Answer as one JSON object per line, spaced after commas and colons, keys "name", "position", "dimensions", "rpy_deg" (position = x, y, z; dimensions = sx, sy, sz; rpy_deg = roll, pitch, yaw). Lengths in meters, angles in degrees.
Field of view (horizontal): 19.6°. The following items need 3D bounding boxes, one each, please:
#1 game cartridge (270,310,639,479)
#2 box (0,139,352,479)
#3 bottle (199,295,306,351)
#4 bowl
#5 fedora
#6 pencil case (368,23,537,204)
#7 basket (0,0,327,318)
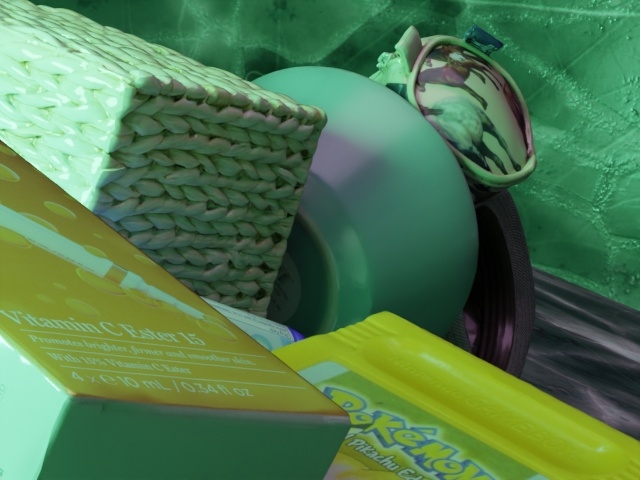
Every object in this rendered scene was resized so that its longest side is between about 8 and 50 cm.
{"name": "game cartridge", "position": [0.036, 0.153, 1.211], "dimensions": [0.285, 0.052, 0.324], "rpy_deg": [26, 33, 37]}
{"name": "box", "position": [-0.193, 0.071, 1.005], "dimensions": [0.345, 0.168, 0.215], "rpy_deg": [35, 15, 35]}
{"name": "bottle", "position": [-0.130, 0.086, 1.322], "dimensions": [0.283, 0.118, 0.092], "rpy_deg": [22, -12, -37]}
{"name": "bowl", "position": [-0.027, 0.006, 1.717], "dimensions": [0.312, 0.311, 0.163], "rpy_deg": [24, 27, 20]}
{"name": "fedora", "position": [0.131, 0.063, 1.985], "dimensions": [0.124, 0.243, 0.275], "rpy_deg": [-7, 27, 23]}
{"name": "pencil case", "position": [0.031, -0.072, 1.896], "dimensions": [0.183, 0.410, 0.160], "rpy_deg": [54, 47, -7]}
{"name": "basket", "position": [-0.226, -0.046, 1.531], "dimensions": [0.331, 0.266, 0.328], "rpy_deg": [23, 9, 28]}
